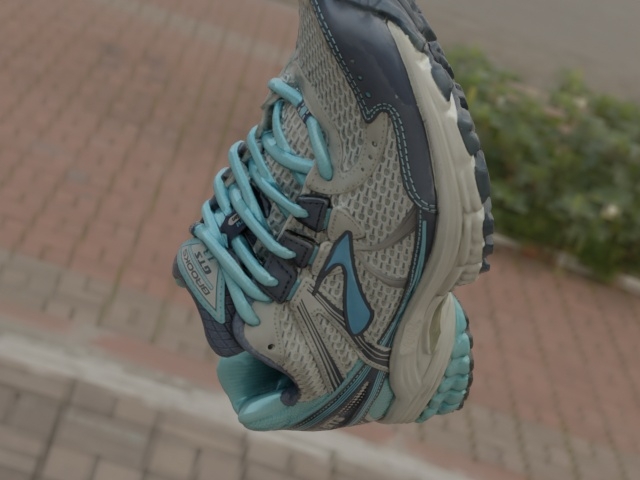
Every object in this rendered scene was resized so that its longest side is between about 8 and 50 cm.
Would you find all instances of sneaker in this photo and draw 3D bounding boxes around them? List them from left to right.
[{"bbox_3d":[0.000,0.000,0.811,0.122,0.283,0.110,-15,51,-9],"label":"sneaker"}]
